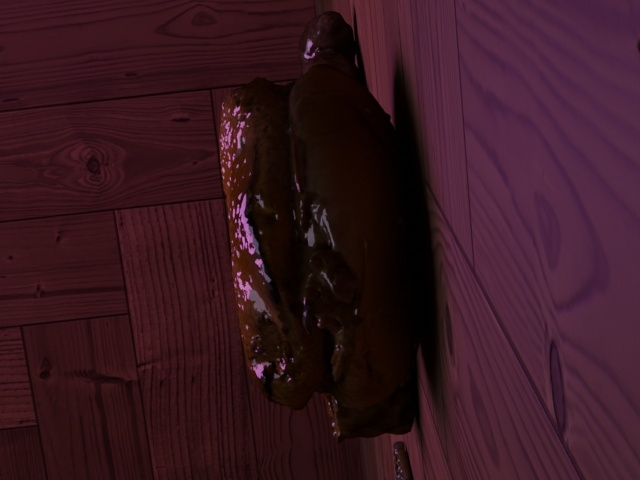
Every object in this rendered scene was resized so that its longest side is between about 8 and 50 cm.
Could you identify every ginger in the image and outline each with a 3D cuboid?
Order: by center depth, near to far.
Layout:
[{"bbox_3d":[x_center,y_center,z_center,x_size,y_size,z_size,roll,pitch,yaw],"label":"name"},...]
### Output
[{"bbox_3d":[0.013,-0.196,1.714,0.104,0.080,0.204,93,174,-47],"label":"ginger"}]

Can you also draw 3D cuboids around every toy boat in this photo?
[{"bbox_3d":[0.100,0.292,1.649,0.115,0.016,0.063,-100,3,-65],"label":"toy boat"}]

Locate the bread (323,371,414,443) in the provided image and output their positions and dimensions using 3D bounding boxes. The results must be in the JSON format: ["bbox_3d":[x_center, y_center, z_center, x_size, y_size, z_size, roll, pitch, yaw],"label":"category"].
[{"bbox_3d":[0.043,0.106,1.493,0.222,0.096,0.181,-103,7,-64],"label":"bread"}]

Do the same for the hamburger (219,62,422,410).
[{"bbox_3d":[0.000,0.000,1.249,0.314,0.170,0.290,-99,0,-48],"label":"hamburger"}]
